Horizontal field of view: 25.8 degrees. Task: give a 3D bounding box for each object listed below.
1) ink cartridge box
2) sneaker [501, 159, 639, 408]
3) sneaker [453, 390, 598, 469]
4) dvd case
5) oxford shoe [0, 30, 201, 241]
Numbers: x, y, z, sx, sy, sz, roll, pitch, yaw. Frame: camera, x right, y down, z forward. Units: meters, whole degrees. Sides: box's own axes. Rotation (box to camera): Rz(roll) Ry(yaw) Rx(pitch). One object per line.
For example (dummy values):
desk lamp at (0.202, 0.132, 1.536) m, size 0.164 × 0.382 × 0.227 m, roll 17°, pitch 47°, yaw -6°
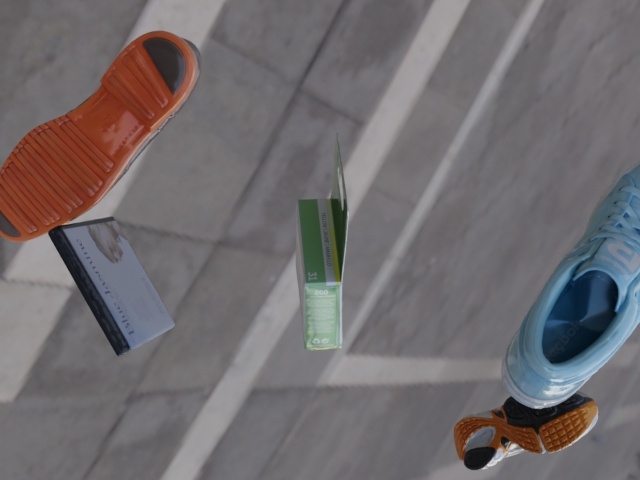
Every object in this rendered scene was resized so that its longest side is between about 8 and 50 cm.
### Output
ink cartridge box at (0.000, 0.000, 1.786) m, size 0.171 × 0.056 × 0.235 m, roll -97°, pitch -175°, yaw -48°
sneaker at (0.347, 0.035, 1.609) m, size 0.366 × 0.135 × 0.150 m, roll -56°, pitch 175°, yaw -14°
sneaker at (0.312, 0.256, 2.010) m, size 0.121 × 0.099 × 0.262 m, roll -12°, pitch 172°, yaw -39°
dvd case at (-0.271, 0.054, 1.845) m, size 0.022 × 0.180 × 0.253 m, roll -29°, pitch 180°, yaw 8°
oxford shoe at (-0.290, -0.130, 1.862) m, size 0.364 × 0.130 × 0.133 m, roll -39°, pitch 178°, yaw 10°
